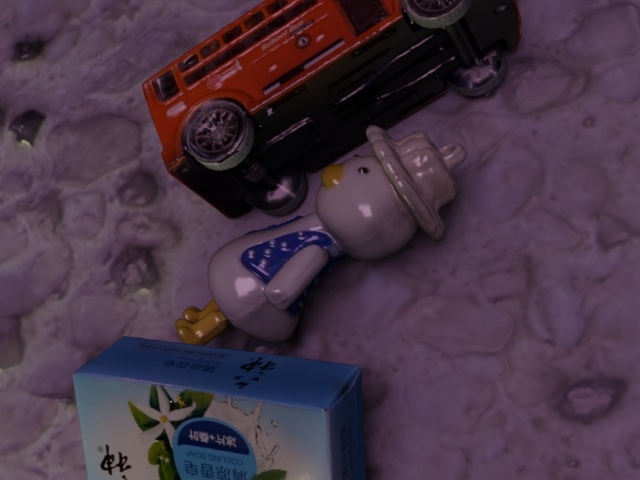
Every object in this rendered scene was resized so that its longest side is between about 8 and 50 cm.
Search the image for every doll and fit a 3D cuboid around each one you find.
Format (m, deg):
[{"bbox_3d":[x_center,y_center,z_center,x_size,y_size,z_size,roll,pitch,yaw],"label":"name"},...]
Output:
[{"bbox_3d":[0.000,0.000,0.866,0.293,0.138,0.119,-33,105,10],"label":"doll"}]

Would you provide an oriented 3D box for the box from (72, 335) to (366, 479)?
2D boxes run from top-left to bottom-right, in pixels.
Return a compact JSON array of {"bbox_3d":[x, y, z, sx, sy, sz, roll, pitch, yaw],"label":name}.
[{"bbox_3d":[-0.082,0.170,0.825,0.232,0.083,0.142,4,110,20],"label":"box"}]

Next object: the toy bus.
[{"bbox_3d":[0.010,-0.160,0.901,0.329,0.143,0.153,-31,61,11],"label":"toy bus"}]
